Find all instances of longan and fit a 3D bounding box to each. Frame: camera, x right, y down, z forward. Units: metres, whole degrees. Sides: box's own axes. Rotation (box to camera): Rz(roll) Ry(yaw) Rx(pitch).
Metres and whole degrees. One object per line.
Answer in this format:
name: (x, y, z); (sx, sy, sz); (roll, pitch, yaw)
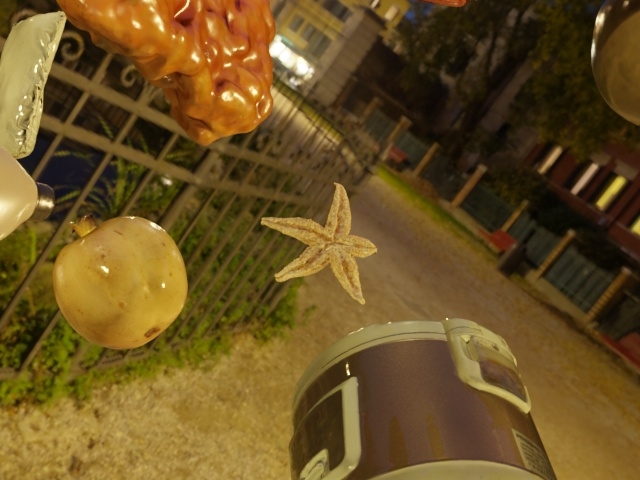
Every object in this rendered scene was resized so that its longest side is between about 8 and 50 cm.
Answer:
longan: (0.654, -0.332, 1.302); (0.360, 0.361, 0.361); (35, 10, -7)

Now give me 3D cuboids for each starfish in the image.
starfish: (0.000, -0.003, 1.482); (0.231, 0.048, 0.295); (0, 57, -8)

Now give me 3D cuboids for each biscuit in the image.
biscuit: (-0.152, -0.275, 0.723); (0.312, 0.110, 0.318); (38, 44, -58)

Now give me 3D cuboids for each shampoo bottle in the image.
shampoo bottle: (-0.381, -0.058, 0.738); (0.256, 0.078, 0.127); (13, 61, -53)

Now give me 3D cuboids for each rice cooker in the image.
rice cooker: (0.119, 0.278, 0.931); (0.335, 0.335, 0.325); (32, 26, -23)

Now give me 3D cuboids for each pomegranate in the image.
pomegranate: (-0.459, 0.084, 1.698); (0.319, 0.319, 0.319); (35, 10, -7)

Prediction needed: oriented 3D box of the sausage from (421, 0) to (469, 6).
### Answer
sausage: (0.200, -0.430, 1.305); (0.145, 0.048, 0.050); (18, 21, 19)

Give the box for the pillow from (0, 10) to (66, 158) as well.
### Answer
pillow: (-0.432, -0.220, 1.087); (0.128, 0.229, 0.051); (2, -14, 36)
